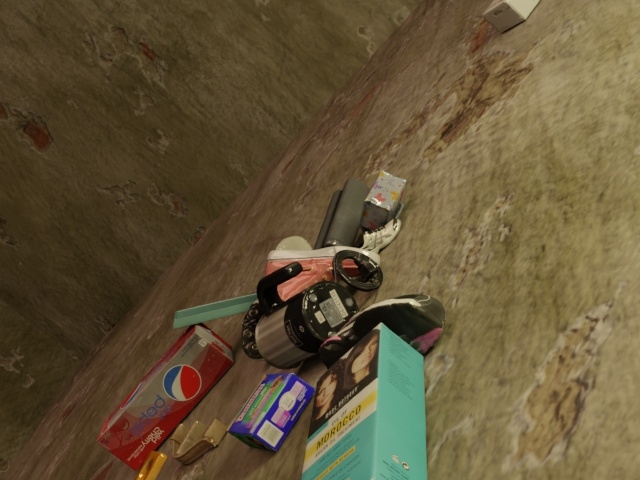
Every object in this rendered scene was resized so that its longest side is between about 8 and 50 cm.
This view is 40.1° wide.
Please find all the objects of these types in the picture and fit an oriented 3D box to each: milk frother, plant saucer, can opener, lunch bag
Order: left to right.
[{"bbox_3d":[-0.167,0.119,1.546,0.192,0.018,0.067,-12,12,-4],"label":"plant saucer"},{"bbox_3d":[0.000,0.089,1.158,0.143,0.129,0.135,-5,-17,-34],"label":"milk frother"},{"bbox_3d":[0.000,0.000,1.373,0.076,0.095,0.283,-42,21,44],"label":"can opener"},{"bbox_3d":[0.092,-0.049,1.305,0.071,0.053,0.083,-59,-10,-37],"label":"lunch bag"}]

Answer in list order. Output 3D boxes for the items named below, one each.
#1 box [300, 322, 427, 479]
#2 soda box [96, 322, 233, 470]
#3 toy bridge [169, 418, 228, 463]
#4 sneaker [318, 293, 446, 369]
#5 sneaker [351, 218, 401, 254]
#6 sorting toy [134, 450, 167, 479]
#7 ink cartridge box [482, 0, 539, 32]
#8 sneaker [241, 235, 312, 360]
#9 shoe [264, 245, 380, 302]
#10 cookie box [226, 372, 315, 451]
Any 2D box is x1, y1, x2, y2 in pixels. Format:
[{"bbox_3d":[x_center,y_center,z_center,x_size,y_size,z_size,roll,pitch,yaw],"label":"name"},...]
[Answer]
[{"bbox_3d":[0.039,0.178,0.777,0.100,0.060,0.244,-45,13,20],"label":"box"},{"bbox_3d":[-0.269,0.269,1.535,0.263,0.092,0.083,-48,13,4],"label":"soda box"},{"bbox_3d":[-0.193,0.303,1.315,0.063,0.026,0.188,-58,14,-25],"label":"toy bridge"},{"bbox_3d":[0.069,0.088,0.938,0.178,0.072,0.077,-27,14,48],"label":"sneaker"},{"bbox_3d":[0.079,-0.004,1.255,0.083,0.037,0.032,-47,10,7],"label":"sneaker"},{"bbox_3d":[-0.283,0.440,1.142,0.348,0.047,0.196,-59,15,-9],"label":"sorting toy"},{"bbox_3d":[0.354,-0.435,1.550,0.122,0.052,0.088,-51,12,-14],"label":"ink cartridge box"},{"bbox_3d":[-0.062,0.099,1.387,0.086,0.085,0.237,87,-162,-48],"label":"sneaker"},{"bbox_3d":[-0.001,0.057,1.226,0.178,0.063,0.081,-2,67,28],"label":"shoe"},{"bbox_3d":[-0.063,0.212,1.089,0.092,0.040,0.107,-55,12,-21],"label":"cookie box"}]
